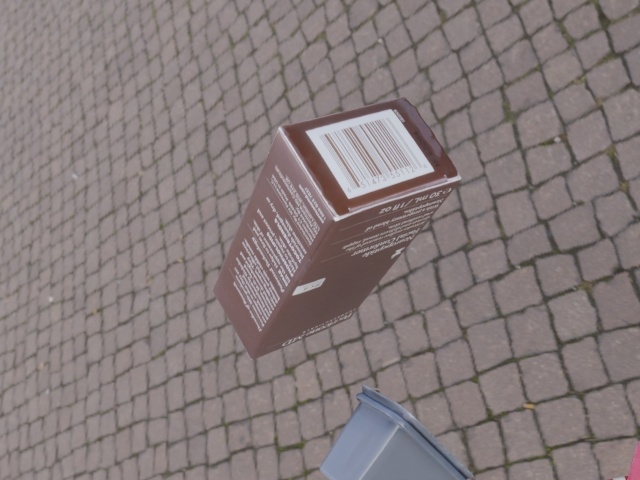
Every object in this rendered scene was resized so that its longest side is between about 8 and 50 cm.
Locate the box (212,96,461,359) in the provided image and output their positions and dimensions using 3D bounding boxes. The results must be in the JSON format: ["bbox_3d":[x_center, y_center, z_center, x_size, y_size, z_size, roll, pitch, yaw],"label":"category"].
[{"bbox_3d":[0.000,0.000,0.931,0.143,0.191,0.381,59,148,18],"label":"box"}]

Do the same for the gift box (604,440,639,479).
[{"bbox_3d":[0.355,0.355,0.739,0.276,0.258,0.255,-22,64,12],"label":"gift box"}]

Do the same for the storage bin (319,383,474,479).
[{"bbox_3d":[0.064,0.217,0.677,0.091,0.135,0.098,-50,30,-15],"label":"storage bin"}]
